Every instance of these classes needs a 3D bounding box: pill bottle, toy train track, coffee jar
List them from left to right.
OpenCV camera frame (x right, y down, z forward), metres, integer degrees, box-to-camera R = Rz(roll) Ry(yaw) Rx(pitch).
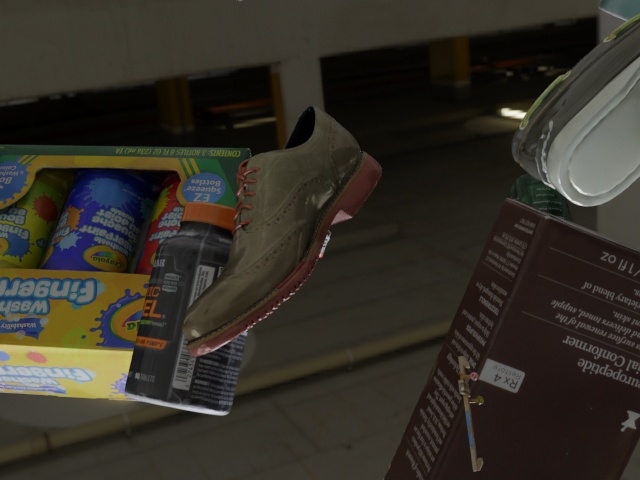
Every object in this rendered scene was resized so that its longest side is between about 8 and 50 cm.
[{"bbox_3d":[-0.147,0.079,1.067,0.130,0.245,0.130,11,169,2],"label":"pill bottle"},{"bbox_3d":[0.114,0.127,0.649,0.014,0.083,0.048,-9,165,15],"label":"toy train track"},{"bbox_3d":[0.316,-0.005,1.238,0.079,0.096,0.184,1,-137,-4],"label":"coffee jar"}]

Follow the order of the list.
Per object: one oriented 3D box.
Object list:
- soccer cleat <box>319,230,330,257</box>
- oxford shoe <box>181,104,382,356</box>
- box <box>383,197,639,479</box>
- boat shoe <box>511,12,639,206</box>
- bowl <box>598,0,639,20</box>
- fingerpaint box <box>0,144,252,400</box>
[{"bbox_3d":[0.000,0.000,1.310,0.036,0.083,0.029,-35,-115,-13],"label":"soccer cleat"},{"bbox_3d":[-0.063,-0.019,0.963,0.123,0.130,0.348,-25,-158,44],"label":"oxford shoe"},{"bbox_3d":[0.219,0.167,0.921,0.191,0.381,0.143,20,-171,-9],"label":"box"},{"bbox_3d":[0.296,-0.153,0.753,0.305,0.109,0.091,-39,-149,-4],"label":"boat shoe"},{"bbox_3d":[0.523,-0.304,1.088,0.312,0.163,0.311,19,-160,-7],"label":"bowl"},{"bbox_3d":[-0.337,0.039,1.318,0.445,0.163,0.371,2,-127,10],"label":"fingerpaint box"}]
